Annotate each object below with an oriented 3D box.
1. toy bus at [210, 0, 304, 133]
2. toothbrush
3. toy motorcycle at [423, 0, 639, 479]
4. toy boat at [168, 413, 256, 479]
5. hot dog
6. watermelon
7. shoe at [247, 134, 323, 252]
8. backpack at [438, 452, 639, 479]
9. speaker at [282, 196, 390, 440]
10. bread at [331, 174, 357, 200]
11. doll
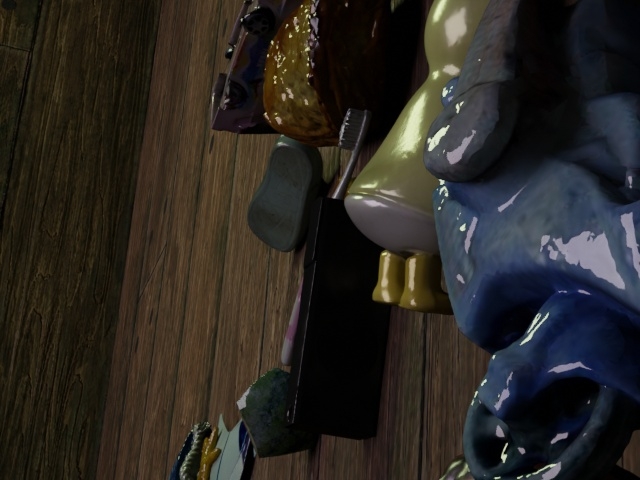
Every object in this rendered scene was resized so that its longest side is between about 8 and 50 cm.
[{"bbox_3d":[-0.065,-0.253,1.953,0.274,0.112,0.090,115,161,-45],"label":"toy bus"},{"bbox_3d":[0.000,0.000,1.508,0.020,0.025,0.286,-107,32,-65],"label":"toothbrush"},{"bbox_3d":[0.145,-0.038,0.753,0.319,0.182,0.241,-92,19,-48],"label":"toy motorcycle"},{"bbox_3d":[-0.121,0.293,1.909,0.291,0.067,0.220,-48,33,45],"label":"toy boat"},{"bbox_3d":[0.016,-0.189,1.578,0.259,0.114,0.175,157,119,-76],"label":"hot dog"},{"bbox_3d":[-0.046,0.176,1.575,0.072,0.085,0.092,-167,68,-68],"label":"watermelon"},{"bbox_3d":[-0.029,-0.065,1.781,0.078,0.079,0.195,-46,-16,-32],"label":"shoe"},{"bbox_3d":[0.125,0.218,0.751,0.229,0.139,0.229,-27,57,51],"label":"backpack"},{"bbox_3d":[0.019,0.072,1.402,0.044,0.082,0.218,140,140,-69],"label":"speaker"},{"bbox_3d":[0.029,-0.013,1.531,0.094,0.035,0.090,-121,44,-71],"label":"bread"},{"bbox_3d":[0.108,-0.087,1.137,0.296,0.117,0.141,-65,16,-4],"label":"doll"}]
